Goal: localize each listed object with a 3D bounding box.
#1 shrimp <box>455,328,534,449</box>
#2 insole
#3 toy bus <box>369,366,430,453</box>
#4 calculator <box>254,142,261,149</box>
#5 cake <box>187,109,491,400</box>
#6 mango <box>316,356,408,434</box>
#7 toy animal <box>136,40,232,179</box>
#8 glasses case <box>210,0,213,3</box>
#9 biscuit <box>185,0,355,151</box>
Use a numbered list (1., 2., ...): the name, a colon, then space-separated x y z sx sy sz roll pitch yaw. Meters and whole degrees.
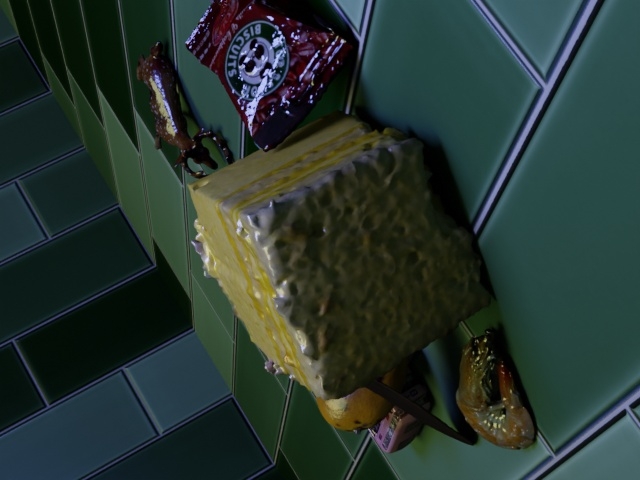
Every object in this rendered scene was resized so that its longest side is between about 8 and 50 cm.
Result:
1. shrimp: 0.193 0.164 1.207 0.101 0.042 0.190 22 141 34
2. insole: 0.092 0.192 1.320 0.111 0.007 0.328 18 167 45
3. toy bus: 0.104 0.238 1.550 0.090 0.063 0.203 55 164 20
4. calculator: -0.064 -0.133 1.533 0.141 0.019 0.094 46 155 45
5. cake: 0.000 0.000 1.187 0.286 0.227 0.222 23 138 63
6. mango: 0.059 0.164 1.428 0.115 0.178 0.090 20 173 33
7. toy animal: -0.254 -0.211 1.867 0.243 0.087 0.260 63 167 -11
8. glasses case: -0.066 -0.258 1.292 0.190 0.042 0.072 53 146 29
9. biscuit: -0.068 -0.218 1.204 0.151 0.063 0.235 -55 52 22
